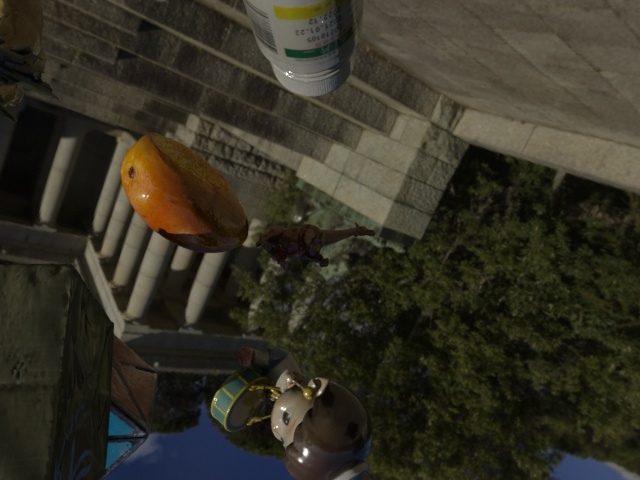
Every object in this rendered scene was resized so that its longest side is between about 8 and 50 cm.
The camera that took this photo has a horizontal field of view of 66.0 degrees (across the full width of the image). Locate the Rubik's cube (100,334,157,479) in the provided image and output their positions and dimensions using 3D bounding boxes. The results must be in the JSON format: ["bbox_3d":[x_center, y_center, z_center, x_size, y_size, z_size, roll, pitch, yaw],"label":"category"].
[{"bbox_3d":[-0.488,0.313,0.926,0.259,0.260,0.255,47,178,-17],"label":"Rubik's cube"}]

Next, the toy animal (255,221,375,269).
[{"bbox_3d":[0.000,0.000,0.921,0.224,0.066,0.230,1,-167,0],"label":"toy animal"}]

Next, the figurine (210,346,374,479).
[{"bbox_3d":[-0.024,0.272,0.725,0.275,0.161,0.158,26,-140,32],"label":"figurine"}]

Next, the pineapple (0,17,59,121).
[{"bbox_3d":[-0.516,-0.278,0.609,0.165,0.166,0.364,29,169,24],"label":"pineapple"}]

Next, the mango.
[{"bbox_3d":[-0.188,-0.056,0.710,0.217,0.102,0.141,38,-158,-38],"label":"mango"}]

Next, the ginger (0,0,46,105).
[{"bbox_3d":[-0.714,-0.428,1.099,0.166,0.376,0.236,20,165,-24],"label":"ginger"}]

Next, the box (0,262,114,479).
[{"bbox_3d":[-0.244,0.111,0.356,0.148,0.156,0.231,1,160,-16],"label":"box"}]

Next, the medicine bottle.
[{"bbox_3d":[-0.026,-0.415,0.873,0.208,0.208,0.340,26,171,10],"label":"medicine bottle"}]
